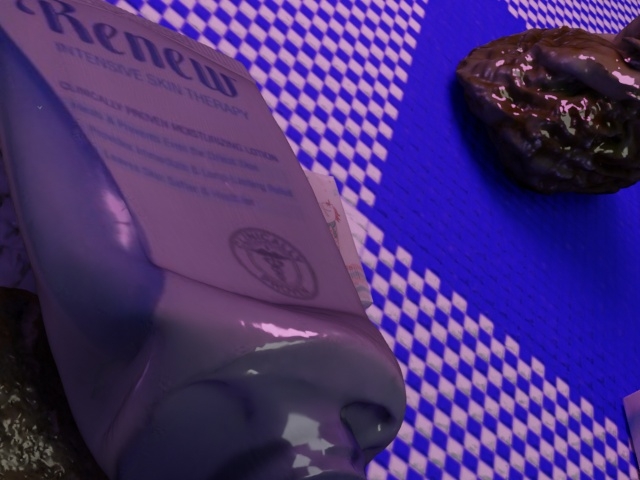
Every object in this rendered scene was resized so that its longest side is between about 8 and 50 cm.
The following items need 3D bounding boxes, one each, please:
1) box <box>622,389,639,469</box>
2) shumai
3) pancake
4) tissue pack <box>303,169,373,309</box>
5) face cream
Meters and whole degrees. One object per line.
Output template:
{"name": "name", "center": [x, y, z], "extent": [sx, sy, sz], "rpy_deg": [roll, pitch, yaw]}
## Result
{"name": "box", "center": [0.396, 0.172, 0.811], "extent": [0.116, 0.274, 0.203], "rpy_deg": [26, 44, -30]}
{"name": "shumai", "center": [0.277, -0.150, 1.008], "extent": [0.256, 0.218, 0.189], "rpy_deg": [-7, 75, -49]}
{"name": "pancake", "center": [-0.150, 0.080, 0.508], "extent": [0.139, 0.022, 0.139], "rpy_deg": [33, 37, -29]}
{"name": "tissue pack", "center": [0.000, 0.000, 0.736], "extent": [0.056, 0.023, 0.108], "rpy_deg": [8, 54, -43]}
{"name": "face cream", "center": [-0.078, -0.013, 0.594], "extent": [0.234, 0.137, 0.420], "rpy_deg": [14, 36, -38]}
